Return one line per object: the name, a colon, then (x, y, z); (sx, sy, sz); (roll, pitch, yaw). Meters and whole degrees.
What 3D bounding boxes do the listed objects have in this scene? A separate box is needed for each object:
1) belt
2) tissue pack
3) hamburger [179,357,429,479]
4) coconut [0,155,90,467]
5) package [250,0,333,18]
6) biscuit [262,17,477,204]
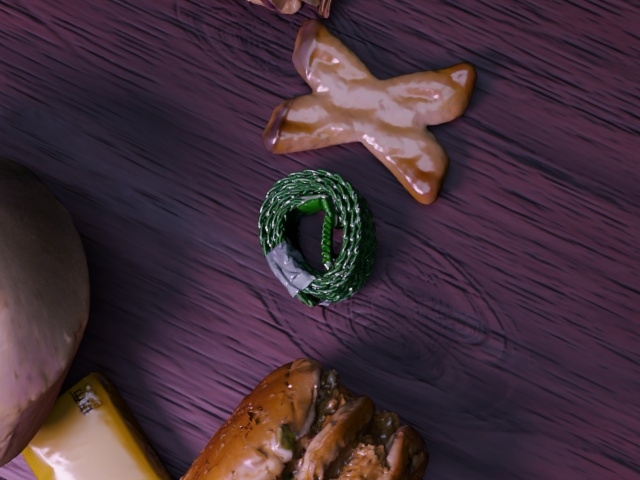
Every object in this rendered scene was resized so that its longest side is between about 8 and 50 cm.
belt: (0.000, 0.000, 1.660); (0.121, 0.079, 0.151); (-14, 72, 12)
tissue pack: (-0.243, 0.240, 1.643); (0.120, 0.082, 0.169); (-34, 83, -1)
hamburger: (-0.027, 0.262, 1.555); (0.211, 0.245, 0.260); (37, 106, 5)
coconut: (-0.389, 0.065, 1.517); (0.352, 0.352, 0.353); (0, 84, 4)
package: (-0.016, -0.412, 1.658); (0.165, 0.221, 0.311); (19, 86, -15)
biscuit: (0.055, -0.145, 1.681); (0.208, 0.047, 0.164); (18, 87, 6)
